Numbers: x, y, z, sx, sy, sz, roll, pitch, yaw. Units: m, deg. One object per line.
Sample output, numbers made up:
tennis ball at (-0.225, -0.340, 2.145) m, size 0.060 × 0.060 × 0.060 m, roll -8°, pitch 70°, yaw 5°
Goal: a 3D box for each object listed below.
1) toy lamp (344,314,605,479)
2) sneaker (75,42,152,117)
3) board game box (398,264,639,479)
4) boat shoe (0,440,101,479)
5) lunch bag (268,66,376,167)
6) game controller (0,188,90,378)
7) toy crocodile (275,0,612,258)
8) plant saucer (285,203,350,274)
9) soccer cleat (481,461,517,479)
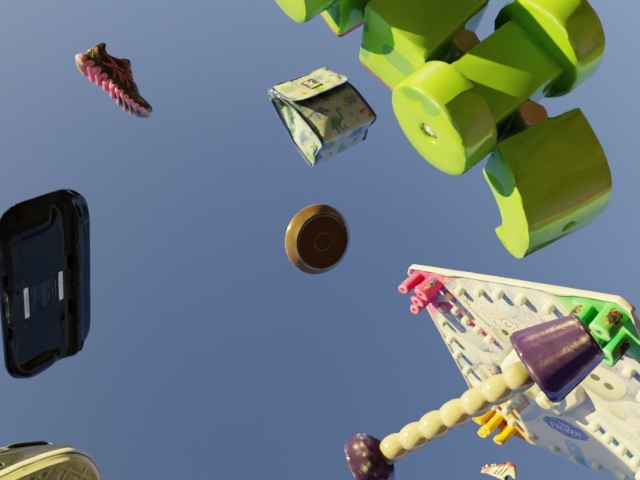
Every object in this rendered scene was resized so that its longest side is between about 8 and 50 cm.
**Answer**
toy lamp at (0.152, 0.167, 0.589) m, size 0.080 × 0.274 × 0.080 m, roll 49°, pitch -165°, yaw -18°
sneaker at (-0.267, -0.218, 0.781) m, size 0.119 × 0.047 × 0.057 m, roll 43°, pitch -113°, yaw -11°
board game box at (0.326, 0.222, 0.881) m, size 0.050 × 0.390 × 0.390 m, roll -40°, pitch -67°, yaw -22°
boat shoe at (-0.605, 0.440, 0.891) m, size 0.500 × 0.156 × 0.187 m, roll -11°, pitch -81°, yaw -34°
lunch bag at (0.000, -0.227, 1.007) m, size 0.128 × 0.096 × 0.151 m, roll -29°, pitch -106°, yaw -26°
game controller at (-0.452, 0.075, 0.959) m, size 0.067 × 0.319 × 0.166 m, roll 22°, pitch -153°, yaw 25°
toy crocodile at (0.057, -0.141, 0.372) m, size 0.115 × 0.105 × 0.340 m, roll -38°, pitch -99°, yaw -10°
plant saucer at (0.000, 0.000, 1.356) m, size 0.168 × 0.029 × 0.169 m, roll -5°, pitch -77°, yaw -23°
soccer cleat at (0.360, 0.468, 1.170) m, size 0.029 × 0.083 × 0.036 m, roll 15°, pitch -123°, yaw -37°
